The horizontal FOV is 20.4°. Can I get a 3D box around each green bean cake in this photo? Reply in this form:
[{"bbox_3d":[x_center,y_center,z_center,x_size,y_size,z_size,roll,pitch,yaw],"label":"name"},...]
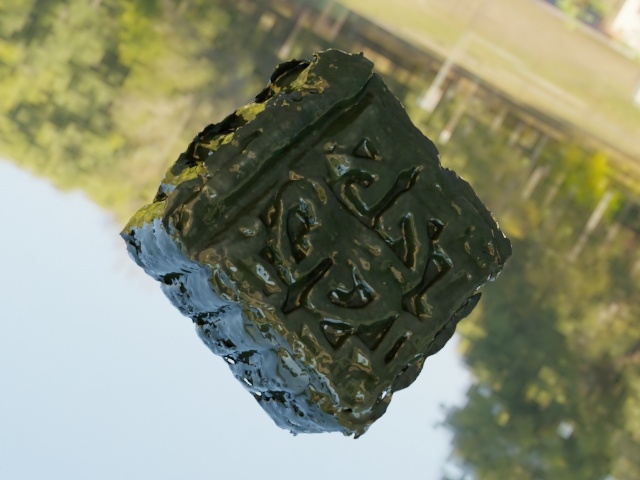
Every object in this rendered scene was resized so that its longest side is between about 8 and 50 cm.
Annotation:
[{"bbox_3d":[0.000,0.000,1.441,0.255,0.241,0.132,52,157,-12],"label":"green bean cake"}]
